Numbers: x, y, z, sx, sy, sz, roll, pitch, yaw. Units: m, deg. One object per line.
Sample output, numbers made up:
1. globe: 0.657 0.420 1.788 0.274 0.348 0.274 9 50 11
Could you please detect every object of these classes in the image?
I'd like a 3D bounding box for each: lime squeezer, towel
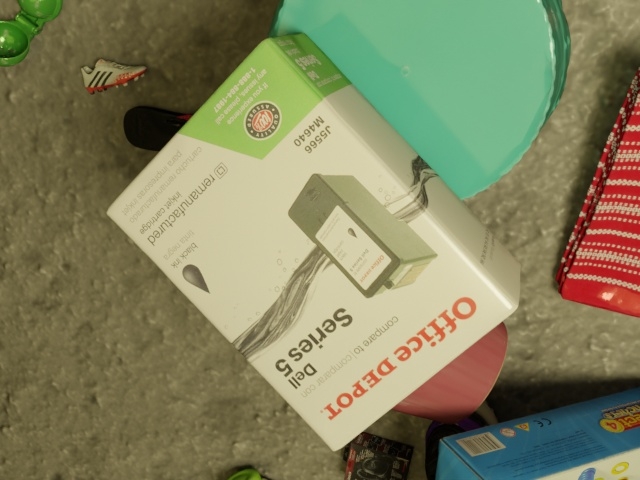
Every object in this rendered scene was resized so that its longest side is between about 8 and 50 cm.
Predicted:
1. lime squeezer: -0.342 -0.261 0.892 0.059 0.110 0.310 38 86 18
2. towel: 0.355 -0.026 0.761 0.199 0.031 0.274 16 129 10

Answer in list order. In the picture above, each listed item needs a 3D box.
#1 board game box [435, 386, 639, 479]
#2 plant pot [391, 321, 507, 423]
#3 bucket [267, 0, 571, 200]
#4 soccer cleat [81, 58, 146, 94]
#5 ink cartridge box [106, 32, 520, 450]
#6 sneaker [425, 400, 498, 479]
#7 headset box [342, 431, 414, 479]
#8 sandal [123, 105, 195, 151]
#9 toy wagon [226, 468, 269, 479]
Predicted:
1. board game box: 0.255 0.318 0.827 0.308 0.086 0.301 -8 114 -25
2. plant pot: 0.086 0.098 0.849 0.180 0.201 0.201 30 117 -12
3. bucket: 0.092 -0.166 0.740 0.281 0.183 0.281 6 110 16
4. soccer cleat: -0.238 -0.192 0.920 0.083 0.029 0.035 -10 111 25
5. ink cartridge box: 0.000 0.000 0.657 0.273 0.115 0.198 46 110 -2
6. sneaker: 0.189 0.336 0.920 0.102 0.146 0.293 -22 102 23
7. headset box: 0.068 0.278 0.999 0.083 0.032 0.062 14 113 13
8. sandal: -0.148 -0.116 0.913 0.179 0.040 0.067 7 112 15
9. toy wagon: -0.067 0.431 1.081 0.344 0.068 0.267 -20 103 22
